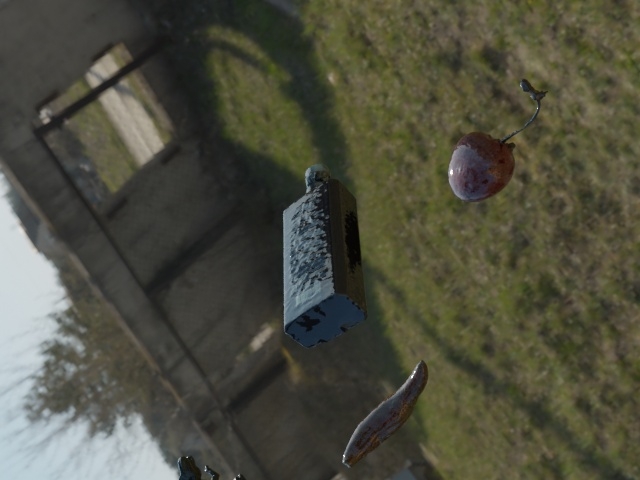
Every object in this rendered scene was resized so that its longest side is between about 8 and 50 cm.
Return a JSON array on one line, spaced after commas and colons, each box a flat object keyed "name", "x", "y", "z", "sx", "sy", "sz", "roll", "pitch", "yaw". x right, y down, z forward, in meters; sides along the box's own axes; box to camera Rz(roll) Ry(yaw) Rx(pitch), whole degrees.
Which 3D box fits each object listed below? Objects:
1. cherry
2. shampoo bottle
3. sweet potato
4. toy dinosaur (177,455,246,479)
[{"name": "cherry", "x": 0.268, "y": -0.154, "z": 1.411, "sx": 0.225, "sy": 0.090, "sz": 0.107, "roll": -64, "pitch": 35, "yaw": 26}, {"name": "shampoo bottle", "x": 0.001, "y": 0.000, "z": 1.208, "sx": 0.071, "sy": 0.098, "sz": 0.309, "roll": 40, "pitch": -152, "yaw": -31}, {"name": "sweet potato", "x": 0.130, "y": 0.322, "z": 1.700, "sx": 0.078, "sy": 0.255, "sz": 0.058, "roll": 21, "pitch": -158, "yaw": -51}, {"name": "toy dinosaur", "x": -0.180, "y": 0.454, "z": 1.532, "sx": 0.187, "sy": 0.087, "sz": 0.179, "roll": 30, "pitch": -168, "yaw": -2}]
